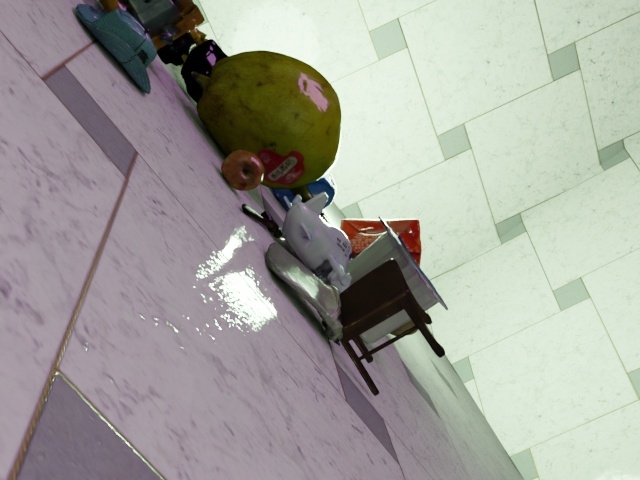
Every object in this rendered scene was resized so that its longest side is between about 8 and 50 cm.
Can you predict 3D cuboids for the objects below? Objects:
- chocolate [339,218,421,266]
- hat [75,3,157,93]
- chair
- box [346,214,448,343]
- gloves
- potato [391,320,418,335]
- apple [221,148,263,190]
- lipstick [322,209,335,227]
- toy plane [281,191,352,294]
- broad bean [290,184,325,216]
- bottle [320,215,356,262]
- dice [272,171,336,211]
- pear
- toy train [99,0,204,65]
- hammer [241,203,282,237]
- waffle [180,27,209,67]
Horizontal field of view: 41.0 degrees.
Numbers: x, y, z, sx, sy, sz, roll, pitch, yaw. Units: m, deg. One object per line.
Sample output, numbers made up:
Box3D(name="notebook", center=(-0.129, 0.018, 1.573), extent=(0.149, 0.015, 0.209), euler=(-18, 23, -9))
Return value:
Box3D(name="chocolate", center=(0.171, 0.025, 2.458), extent=(0.235, 0.237, 0.108), euler=(-83, 171, -63))
Box3D(name="hat", center=(-0.331, -0.347, 1.472), extent=(0.191, 0.078, 0.138), euler=(50, 5, -36))
Box3D(name="chair", center=(0.066, 0.102, 1.548), extent=(0.319, 0.186, 0.160), euler=(54, 10, -20))
Box3D(name="box", center=(0.146, 0.114, 2.003), extent=(0.262, 0.206, 0.291), euler=(57, 5, 21))
Box3D(name="gloves", center=(-0.222, -0.331, 2.075), extent=(0.197, 0.152, 0.301), euler=(-77, 153, -46))
Box3D(name="potato", center=(0.217, 0.161, 2.514), extent=(0.262, 0.165, 0.165), euler=(57, 6, 32))
Box3D(name="apple", center=(-0.154, -0.139, 1.691), extent=(0.084, 0.084, 0.071), euler=(52, -3, -15))
Box3D(name="lipstick", center=(-0.040, -0.110, 2.553), extent=(0.274, 0.061, 0.068), euler=(56, 15, 16))
Box3D(name="toy plane", center=(-0.005, 0.003, 1.835), extent=(0.267, 0.122, 0.267), euler=(60, -1, 2))
Box3D(name="broad bean", center=(-0.071, -0.168, 2.155), extent=(0.043, 0.060, 0.297), euler=(-81, 149, -58))
Box3D(name="bottle", center=(0.063, 0.070, 2.204), extent=(0.286, 0.082, 0.082), euler=(53, 6, -12))
Box3D(name="dice", center=(-0.050, -0.156, 2.288), extent=(0.146, 0.143, 0.146), euler=(36, 26, -58))
Box3D(name="pear", center=(-0.120, -0.280, 1.899), extent=(0.375, 0.287, 0.287), euler=(27, 16, -20))
Box3D(name="toy train", center=(-0.374, -0.517, 1.796), extent=(0.369, 0.163, 0.232), euler=(57, -2, 29))
Box3D(name="hammer", center=(-0.125, -0.048, 1.698), extent=(0.065, 0.021, 0.178), euler=(55, 8, 20))
Box3D(name="waffle", center=(-0.351, -0.503, 2.160), extent=(0.193, 0.070, 0.197), euler=(44, -14, -10))
